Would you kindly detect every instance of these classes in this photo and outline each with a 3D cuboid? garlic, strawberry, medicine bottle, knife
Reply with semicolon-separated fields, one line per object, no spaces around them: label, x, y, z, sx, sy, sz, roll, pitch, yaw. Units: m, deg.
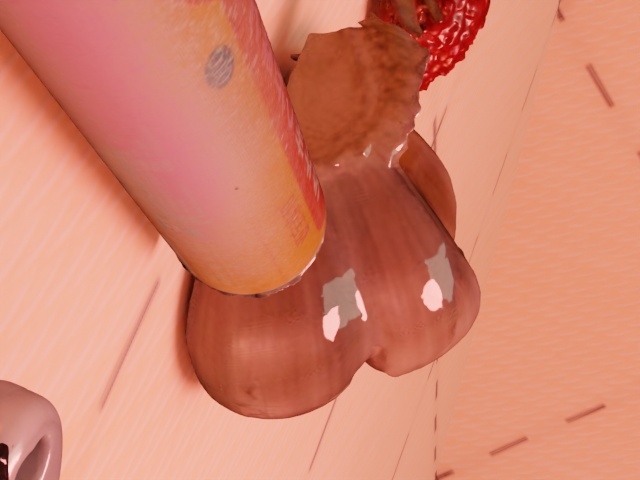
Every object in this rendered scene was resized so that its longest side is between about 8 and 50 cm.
garlic;0.000;0.000;0.999;0.292;0.210;0.237;87;-11;-48
strawberry;0.104;-0.203;1.233;0.208;0.087;0.167;42;64;-79
medicine bottle;-0.065;-0.072;0.629;0.426;0.108;0.108;68;40;-74
knife;-0.167;0.203;0.703;0.080;0.044;0.331;-54;161;-52

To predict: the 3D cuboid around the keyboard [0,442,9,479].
keyboard;-0.162;0.166;0.622;0.013;0.061;0.204;-116;-153;-49
